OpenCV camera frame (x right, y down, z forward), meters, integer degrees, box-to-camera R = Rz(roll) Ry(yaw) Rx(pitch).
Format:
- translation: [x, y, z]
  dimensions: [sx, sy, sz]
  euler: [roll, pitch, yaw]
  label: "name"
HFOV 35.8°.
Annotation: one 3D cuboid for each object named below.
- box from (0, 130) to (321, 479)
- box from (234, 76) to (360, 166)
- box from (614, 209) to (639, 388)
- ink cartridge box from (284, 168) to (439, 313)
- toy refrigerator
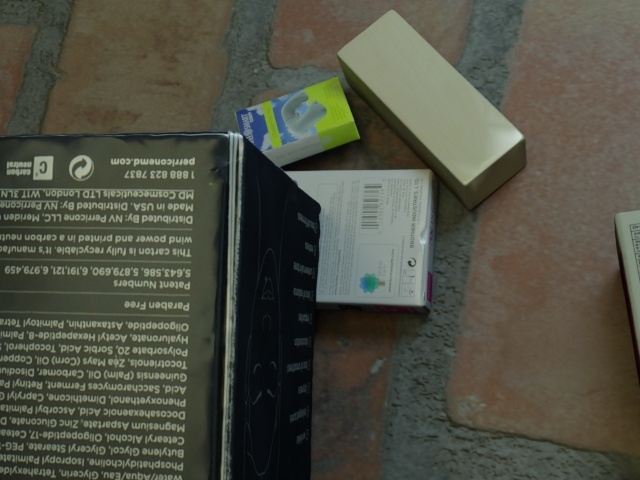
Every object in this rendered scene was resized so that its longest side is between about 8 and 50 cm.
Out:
- translation: [-0.178, 0.159, 1.067]
  dimensions: [0.297, 0.480, 0.472]
  euler: [-1, 84, 8]
  label: "box"
- translation: [-0.044, -0.156, 1.379]
  dimensions: [0.178, 0.042, 0.109]
  euler: [-19, 46, 3]
  label: "box"
- translation: [0.422, 0.086, 1.106]
  dimensions: [0.148, 0.127, 0.232]
  euler: [-8, 57, 15]
  label: "box"
- translation: [0.000, 0.000, 1.340]
  dimensions: [0.311, 0.065, 0.186]
  euler: [1, 75, 17]
  label: "ink cartridge box"
- translation: [0.148, -0.175, 1.327]
  dimensions: [0.102, 0.094, 0.269]
  euler: [-40, 66, -3]
  label: "toy refrigerator"
